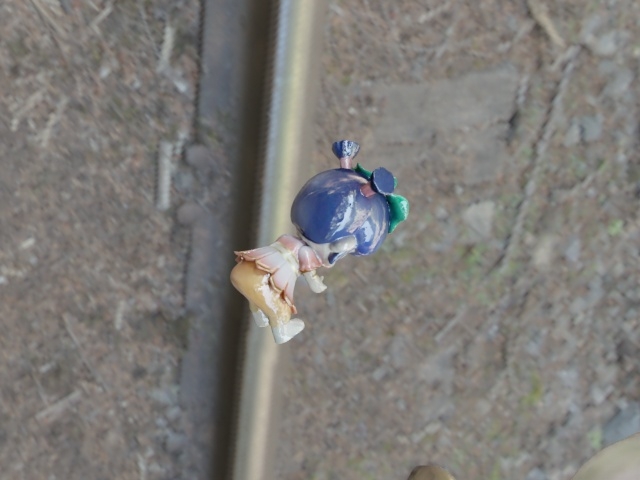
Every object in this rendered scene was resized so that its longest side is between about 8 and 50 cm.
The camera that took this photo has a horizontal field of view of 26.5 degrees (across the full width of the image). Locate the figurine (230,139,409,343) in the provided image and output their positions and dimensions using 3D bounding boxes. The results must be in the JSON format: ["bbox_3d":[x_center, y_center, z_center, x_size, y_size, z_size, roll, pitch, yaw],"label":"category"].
[{"bbox_3d":[0.000,0.000,1.317,0.195,0.111,0.102,-43,129,-11],"label":"figurine"}]

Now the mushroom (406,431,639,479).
[{"bbox_3d":[0.148,0.145,0.452,0.236,0.173,0.162,32,80,-17],"label":"mushroom"}]
